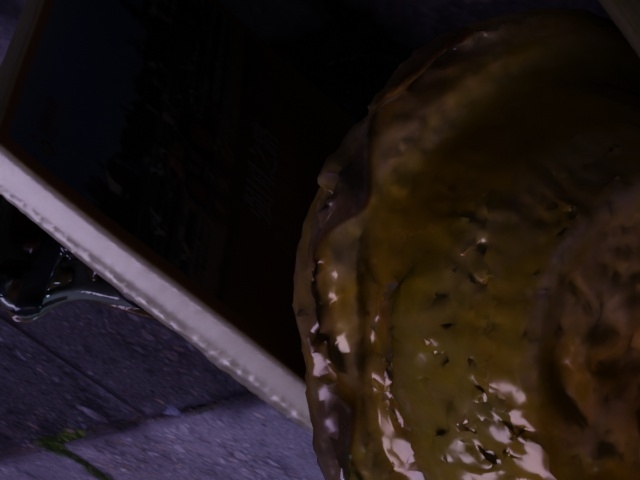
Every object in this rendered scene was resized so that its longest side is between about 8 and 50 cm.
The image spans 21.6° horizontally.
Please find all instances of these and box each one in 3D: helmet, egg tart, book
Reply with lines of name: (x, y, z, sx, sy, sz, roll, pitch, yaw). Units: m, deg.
helmet: (-0.132, -0.041, 1.001, 0.224, 0.130, 0.198, -8, 154, 14)
egg tart: (0.121, 0.036, 0.723, 0.288, 0.288, 0.118, 40, 167, -24)
book: (0.000, 0.000, 0.841, 0.374, 0.262, 0.028, 39, 118, -22)

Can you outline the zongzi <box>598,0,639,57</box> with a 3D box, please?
zongzi: (0.292, -0.092, 0.503, 0.418, 0.181, 0.447, 57, 135, 20)
